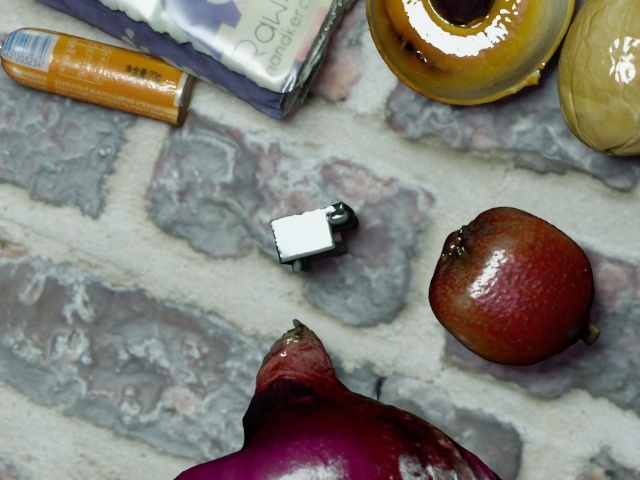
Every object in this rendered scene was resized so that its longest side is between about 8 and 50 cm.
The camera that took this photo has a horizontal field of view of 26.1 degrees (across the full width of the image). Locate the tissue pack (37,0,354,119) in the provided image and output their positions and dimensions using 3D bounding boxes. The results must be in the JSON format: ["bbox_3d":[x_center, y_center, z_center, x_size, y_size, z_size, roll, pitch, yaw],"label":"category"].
[{"bbox_3d":[-0.132,-0.307,1.482,0.344,0.125,0.242,25,76,3],"label":"tissue pack"}]

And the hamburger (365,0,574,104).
[{"bbox_3d":[0.159,-0.255,1.474,0.237,0.147,0.237,1,94,16],"label":"hamburger"}]

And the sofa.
[{"bbox_3d":[0.000,0.000,1.483,0.085,0.147,0.060,-15,86,4],"label":"sofa"}]

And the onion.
[{"bbox_3d":[0.002,0.260,1.403,0.398,0.398,0.420,-6,66,4],"label":"onion"}]

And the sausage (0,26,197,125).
[{"bbox_3d":[-0.258,-0.189,1.538,0.234,0.071,0.071,15,91,3],"label":"sausage"}]

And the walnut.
[{"bbox_3d":[0.335,-0.185,1.456,0.165,0.165,0.197,21,84,3],"label":"walnut"}]

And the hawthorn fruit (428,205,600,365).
[{"bbox_3d":[0.211,0.059,1.467,0.188,0.169,0.169,40,93,-9],"label":"hawthorn fruit"}]
